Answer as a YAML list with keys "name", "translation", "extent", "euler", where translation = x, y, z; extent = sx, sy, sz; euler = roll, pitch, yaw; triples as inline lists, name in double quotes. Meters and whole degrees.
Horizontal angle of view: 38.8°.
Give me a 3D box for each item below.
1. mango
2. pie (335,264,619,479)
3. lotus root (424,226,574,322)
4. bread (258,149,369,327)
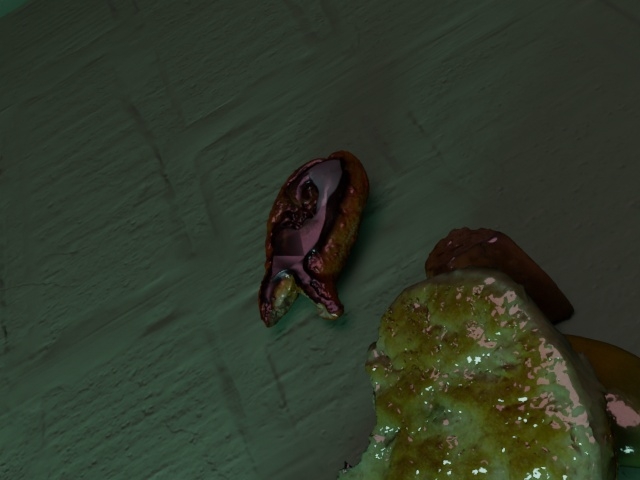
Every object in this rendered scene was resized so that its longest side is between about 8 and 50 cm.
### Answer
- name: "mango"
  translation: [0.248, 0.156, 0.900]
  extent: [0.238, 0.091, 0.137]
  euler: [-1, 54, 26]
- name: "pie"
  translation: [0.128, 0.208, 0.848]
  extent: [0.297, 0.078, 0.371]
  euler: [21, 90, 44]
- name: "lotus root"
  translation: [0.181, 0.053, 1.027]
  extent: [0.159, 0.135, 0.095]
  euler: [6, 54, 52]
- name: "bread"
  translation: [-0.007, -0.002, 1.219]
  extent: [0.140, 0.095, 0.268]
  euler: [-6, 62, 30]
